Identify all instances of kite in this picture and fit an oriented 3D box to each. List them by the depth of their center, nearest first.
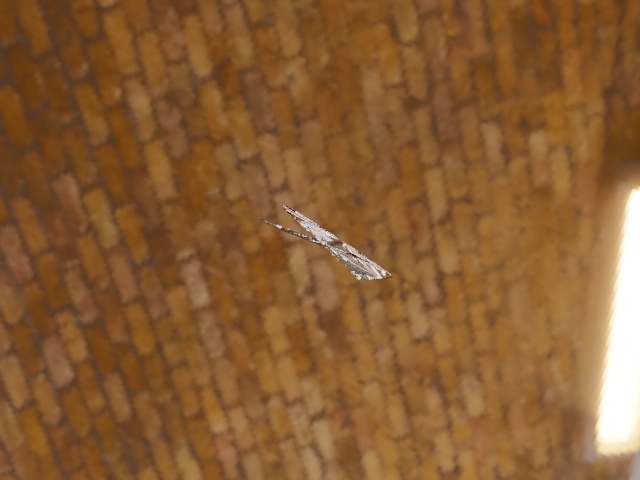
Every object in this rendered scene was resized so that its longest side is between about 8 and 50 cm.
[{"bbox_3d":[0.000,0.001,1.271,0.005,0.152,0.137,-59,-37,-11],"label":"kite"}]
